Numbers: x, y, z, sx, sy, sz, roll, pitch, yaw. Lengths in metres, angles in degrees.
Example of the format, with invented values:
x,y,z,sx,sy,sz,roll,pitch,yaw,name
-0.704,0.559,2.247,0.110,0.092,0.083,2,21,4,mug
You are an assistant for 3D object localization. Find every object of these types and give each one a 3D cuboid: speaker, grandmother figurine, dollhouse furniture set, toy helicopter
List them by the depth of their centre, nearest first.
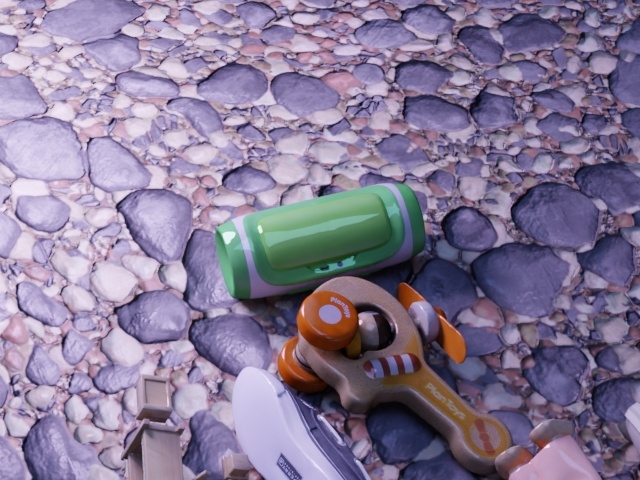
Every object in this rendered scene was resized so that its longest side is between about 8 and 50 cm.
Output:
x,y,z,sx,sy,sz,roll,pitch,yaw,name
0.354,0.385,1.600,0.104,0.208,0.342,18,35,-45,grandmother figurine
-0.175,0.290,1.711,0.160,0.101,0.182,12,45,-25,dollhouse furniture set
0.130,0.180,1.793,0.355,0.140,0.235,41,50,16,toy helicopter
0.000,0.000,1.918,0.296,0.131,0.131,-13,51,-13,speaker

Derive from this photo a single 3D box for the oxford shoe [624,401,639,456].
x,y,z,sx,sy,sz,roll,pitch,yaw,name
0.485,0.390,1.599,0.130,0.169,0.449,-43,49,20,oxford shoe

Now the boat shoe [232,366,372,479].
x,y,z,sx,sy,sz,roll,pitch,yaw,name
-0.015,0.277,1.704,0.102,0.108,0.301,7,26,-40,boat shoe
